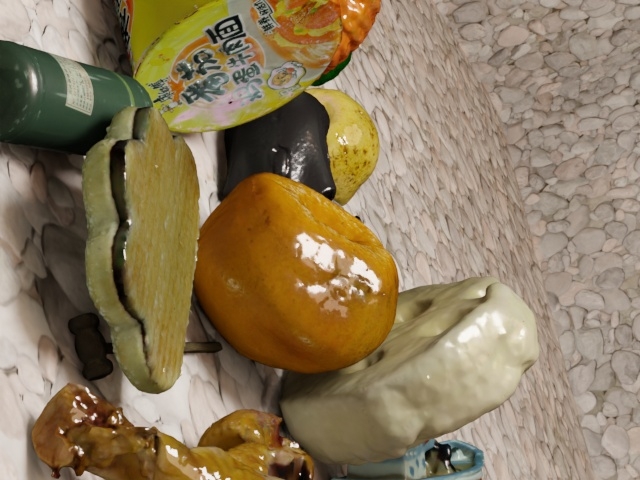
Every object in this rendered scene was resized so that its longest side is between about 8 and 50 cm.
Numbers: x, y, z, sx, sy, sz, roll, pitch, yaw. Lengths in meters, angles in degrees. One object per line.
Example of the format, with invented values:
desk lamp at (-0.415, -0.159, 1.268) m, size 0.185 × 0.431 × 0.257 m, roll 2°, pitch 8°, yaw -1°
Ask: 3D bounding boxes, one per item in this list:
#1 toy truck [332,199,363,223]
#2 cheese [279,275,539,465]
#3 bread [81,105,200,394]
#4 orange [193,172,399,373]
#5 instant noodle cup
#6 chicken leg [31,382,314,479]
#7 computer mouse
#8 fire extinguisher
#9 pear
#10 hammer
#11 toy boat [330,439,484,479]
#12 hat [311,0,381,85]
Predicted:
toy truck at (0.000, 0.000, 1.683) m, size 0.259 × 0.088 × 0.121 m, roll 35°, pitch 35°, yaw -56°
cheese at (0.103, 0.146, 1.452) m, size 0.115 × 0.318 × 0.326 m, roll 62°, pitch 5°, yaw -14°
bread at (-0.167, -0.012, 1.114) m, size 0.207 × 0.056 × 0.286 m, roll 70°, pitch 16°, yaw -45°
orange at (-0.037, 0.050, 1.358) m, size 0.249 × 0.183 × 0.249 m, roll 33°, pitch 16°, yaw -10°
instant noodle cup at (-0.131, -0.279, 1.420) m, size 0.264 × 0.264 × 0.200 m, roll 29°, pitch 32°, yaw -62°
chicken leg at (-0.090, 0.237, 1.095) m, size 0.409 × 0.182 × 0.295 m, roll 37°, pitch 21°, yaw -28°
computer mouse at (-0.056, -0.132, 1.573) m, size 0.088 × 0.147 × 0.264 m, roll 91°, pitch -4°, yaw -48°
fire extinguisher at (-0.261, -0.128, 1.094) m, size 0.118 × 0.093 × 0.294 m, roll 56°, pitch 16°, yaw 13°
pear at (0.003, -0.130, 1.752) m, size 0.178 × 0.178 × 0.178 m, roll 54°, pitch 22°, yaw -34°
hammer at (-0.162, 0.105, 1.203) m, size 0.292 × 0.029 × 0.058 m, roll 13°, pitch 58°, yaw -70°
toy boat at (0.127, 0.292, 1.575) m, size 0.332 × 0.145 × 0.133 m, roll 15°, pitch 73°, yaw -65°
hat at (-0.016, -0.367, 1.805) m, size 0.285 × 0.285 × 0.400 m, roll 68°, pitch 15°, yaw 3°
